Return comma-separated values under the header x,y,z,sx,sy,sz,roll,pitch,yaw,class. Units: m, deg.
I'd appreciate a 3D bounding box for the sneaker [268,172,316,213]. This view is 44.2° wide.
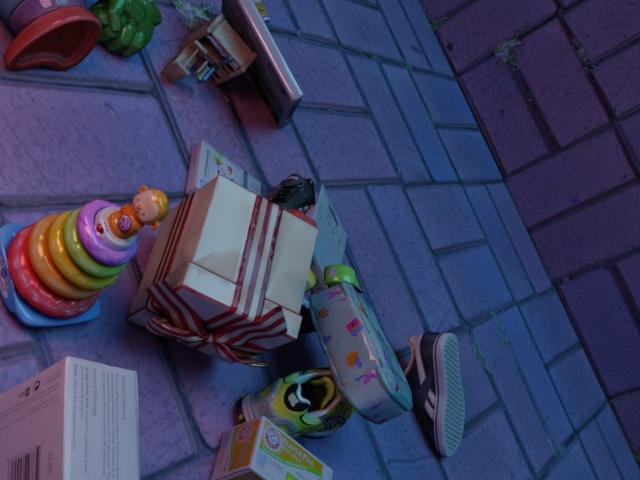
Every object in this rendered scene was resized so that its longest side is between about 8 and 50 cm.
x,y,z,sx,sy,sz,roll,pitch,yaw,class
-0.076,-0.104,1.855,0.234,0.078,0.106,-20,115,-63,sneaker

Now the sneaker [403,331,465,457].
x,y,z,sx,sy,sz,roll,pitch,yaw,class
0.287,0.386,2.009,0.126,0.128,0.320,-12,101,-53,sneaker

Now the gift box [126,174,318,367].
x,y,z,sx,sy,sz,roll,pitch,yaw,class
-0.169,0.063,1.364,0.255,0.276,0.258,25,59,-22,gift box

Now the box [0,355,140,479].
x,y,z,sx,sy,sz,roll,pitch,yaw,class
-0.348,0.277,1.068,0.119,0.181,0.181,26,45,-46,box

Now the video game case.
x,y,z,sx,sy,sz,roll,pitch,yaw,class
-0.149,-0.452,1.920,0.328,0.036,0.300,61,-10,-1,video game case

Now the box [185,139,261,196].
x,y,z,sx,sy,sz,roll,pitch,yaw,class
-0.210,-0.115,1.734,0.186,0.038,0.145,36,39,-35,box

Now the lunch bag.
x,y,z,sx,sy,sz,roll,pitch,yaw,class
0.085,0.223,1.592,0.224,0.108,0.279,46,18,-58,lunch bag

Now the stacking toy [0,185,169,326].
x,y,z,sx,sy,sz,roll,pitch,yaw,class
-0.336,0.003,1.187,0.166,0.302,0.175,1,66,-56,stacking toy

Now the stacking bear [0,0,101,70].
x,y,z,sx,sy,sz,roll,pitch,yaw,class
-0.535,-0.475,1.432,0.289,0.164,0.175,60,30,5,stacking bear

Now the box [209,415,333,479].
x,y,z,sx,sy,sz,roll,pitch,yaw,class
-0.084,0.425,1.420,0.203,0.103,0.114,44,35,-27,box

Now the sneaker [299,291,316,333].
x,y,z,sx,sy,sz,roll,pitch,yaw,class
-0.072,0.106,1.698,0.252,0.103,0.111,43,37,-29,sneaker

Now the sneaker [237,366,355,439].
x,y,z,sx,sy,sz,roll,pitch,yaw,class
0.003,0.324,1.591,0.385,0.147,0.145,-7,70,-60,sneaker

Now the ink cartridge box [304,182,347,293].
x,y,z,sx,sy,sz,roll,pitch,yaw,class
0.000,0.000,1.889,0.224,0.056,0.181,-81,152,-48,ink cartridge box

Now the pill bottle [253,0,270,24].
x,y,z,sx,sy,sz,roll,pitch,yaw,class
-0.175,-0.642,2.204,0.043,0.043,0.083,-18,80,-59,pill bottle

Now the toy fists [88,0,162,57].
x,y,z,sx,sy,sz,roll,pitch,yaw,class
-0.431,-0.502,1.588,0.142,0.096,0.279,-50,135,-24,toy fists

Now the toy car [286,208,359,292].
x,y,z,sx,sy,sz,roll,pitch,yaw,class
0.010,0.057,1.703,0.225,0.053,0.239,32,44,-31,toy car

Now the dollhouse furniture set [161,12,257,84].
x,y,z,sx,sy,sz,roll,pitch,yaw,class
-0.269,-0.402,1.822,0.129,0.129,0.183,47,58,-25,dollhouse furniture set
